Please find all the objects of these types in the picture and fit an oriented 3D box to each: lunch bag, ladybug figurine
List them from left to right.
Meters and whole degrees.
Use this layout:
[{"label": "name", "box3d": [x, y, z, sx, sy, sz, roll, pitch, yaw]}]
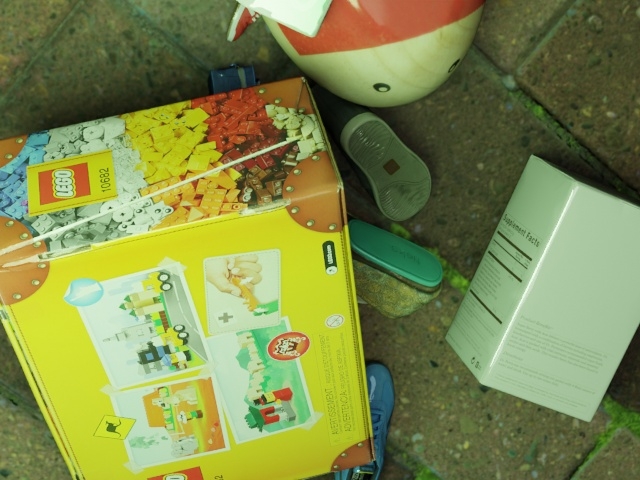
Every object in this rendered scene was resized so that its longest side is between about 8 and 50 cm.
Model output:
[{"label": "lunch bag", "box3d": [-0.106, -0.177, 1.496, 0.065, 0.067, 0.098, -5, 88, -10]}, {"label": "ladybug figurine", "box3d": [0.058, -0.369, 1.369, 0.305, 0.162, 0.449, -22, 107, -10]}]

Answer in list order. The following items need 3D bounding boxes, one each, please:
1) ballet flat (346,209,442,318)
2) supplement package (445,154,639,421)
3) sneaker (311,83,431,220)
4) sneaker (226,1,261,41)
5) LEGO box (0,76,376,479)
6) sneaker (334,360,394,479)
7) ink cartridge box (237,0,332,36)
[{"label": "ballet flat", "box3d": [0.000, 0.000, 1.561, 0.348, 0.123, 0.123, 31, 98, -17]}, {"label": "supplement package", "box3d": [0.325, 0.061, 1.603, 0.177, 0.175, 0.293, 21, 101, -15]}, {"label": "sneaker", "box3d": [0.069, -0.122, 1.555, 0.083, 0.118, 0.222, -36, 139, 0]}, {"label": "sneaker", "box3d": [-0.070, -0.295, 1.487, 0.067, 0.042, 0.118, 24, 98, -14]}, {"label": "LEGO box", "box3d": [-0.150, 0.093, 1.392, 0.372, 0.193, 0.500, -12, 135, -5]}, {"label": "sneaker", "box3d": [0.068, 0.277, 1.666, 0.069, 0.082, 0.209, 9, 103, -12]}, {"label": "ink cartridge box", "box3d": [-0.068, -0.347, 1.257, 0.224, 0.056, 0.181, 24, 110, -3]}]
